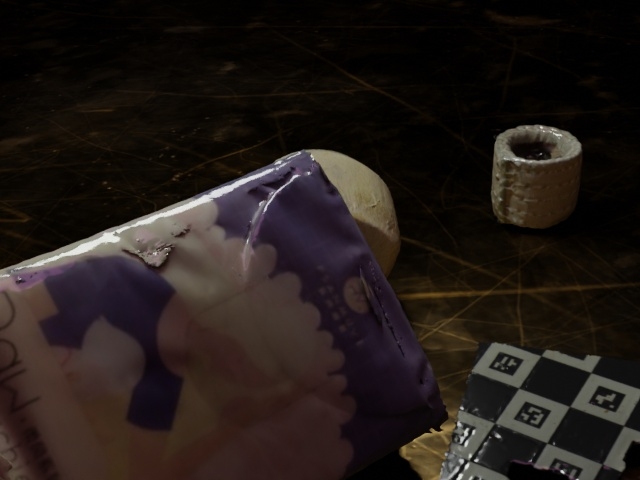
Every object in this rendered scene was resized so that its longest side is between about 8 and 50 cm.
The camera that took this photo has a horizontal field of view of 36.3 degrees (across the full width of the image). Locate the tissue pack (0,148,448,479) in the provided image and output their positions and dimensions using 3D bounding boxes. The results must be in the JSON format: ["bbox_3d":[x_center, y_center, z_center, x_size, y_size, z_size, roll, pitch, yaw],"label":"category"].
[{"bbox_3d":[-0.104,0.106,0.695,0.344,0.242,0.125,-24,-5,-30],"label":"tissue pack"}]

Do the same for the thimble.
[{"bbox_3d":[0.246,-0.073,1.123,0.102,0.090,0.115,19,35,32],"label":"thimble"}]

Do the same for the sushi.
[{"bbox_3d":[0.182,0.189,0.698,0.193,0.043,0.279,6,37,18],"label":"sushi"}]

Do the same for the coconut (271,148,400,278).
[{"bbox_3d":[-0.002,0.002,0.966,0.161,0.161,0.162,-2,48,7],"label":"coconut"}]
